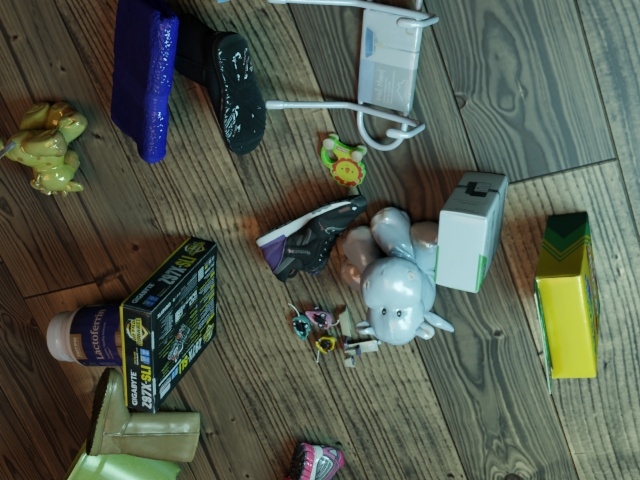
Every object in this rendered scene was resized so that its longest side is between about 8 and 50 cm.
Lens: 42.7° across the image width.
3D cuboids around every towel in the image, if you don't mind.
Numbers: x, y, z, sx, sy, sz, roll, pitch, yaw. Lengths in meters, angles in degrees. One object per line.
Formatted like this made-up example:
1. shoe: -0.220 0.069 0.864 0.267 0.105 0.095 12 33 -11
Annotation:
1. towel: -0.345 -0.337 1.634 0.227 0.076 0.308 46 135 41

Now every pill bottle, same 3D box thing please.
1. pill bottle: -0.521 0.230 1.990 0.265 0.153 0.153 -5 113 23

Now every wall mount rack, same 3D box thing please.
1. wall mount rack: 0.056 -0.329 1.502 0.304 0.130 0.350 19 120 27

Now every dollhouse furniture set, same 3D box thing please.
1. dollhouse furniture set: 0.087 0.205 1.794 0.081 0.091 0.114 -9 109 8

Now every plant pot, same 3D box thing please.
1. plant pot: -0.520 0.618 2.143 0.254 0.276 0.276 31 123 -10

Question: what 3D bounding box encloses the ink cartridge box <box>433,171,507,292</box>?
1. ink cartridge box: 0.282 -0.022 1.522 0.087 0.208 0.153 11 118 19

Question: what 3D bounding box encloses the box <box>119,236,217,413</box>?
1. box: -0.322 0.175 1.786 0.079 0.322 0.257 13 120 13

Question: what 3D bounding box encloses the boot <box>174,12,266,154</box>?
1. boot: -0.204 -0.308 1.596 0.207 0.094 0.246 33 140 47

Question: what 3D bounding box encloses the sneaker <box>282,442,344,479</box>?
1. sneaker: -0.028 0.619 2.024 0.112 0.121 0.299 6 131 -16

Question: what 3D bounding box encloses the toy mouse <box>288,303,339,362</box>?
1. toy mouse: -0.015 0.185 1.831 0.143 0.031 0.161 45 138 3

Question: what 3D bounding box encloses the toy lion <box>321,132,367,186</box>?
1. toy lion: 0.046 -0.157 1.651 0.100 0.034 0.096 25 129 8

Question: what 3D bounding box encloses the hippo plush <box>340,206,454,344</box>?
1. hippo plush: 0.126 0.102 1.626 0.234 0.236 0.294 4 116 19

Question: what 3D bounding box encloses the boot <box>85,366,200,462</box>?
1. boot: -0.430 0.436 2.040 0.269 0.089 0.236 10 102 -29

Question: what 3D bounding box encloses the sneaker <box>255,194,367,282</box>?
1. sneaker: 0.000 0.000 1.691 0.283 0.107 0.124 -26 87 38

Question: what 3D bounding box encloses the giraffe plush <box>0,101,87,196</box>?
1. giraffe plush: -0.597 -0.183 1.814 0.181 0.210 0.170 32 155 40

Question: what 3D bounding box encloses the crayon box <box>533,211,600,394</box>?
1. crayon box: 0.443 0.104 1.457 0.081 0.318 0.202 -5 114 23

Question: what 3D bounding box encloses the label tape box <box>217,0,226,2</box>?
1. label tape box: -0.059 -0.582 1.430 0.334 0.106 0.240 -8 113 23
